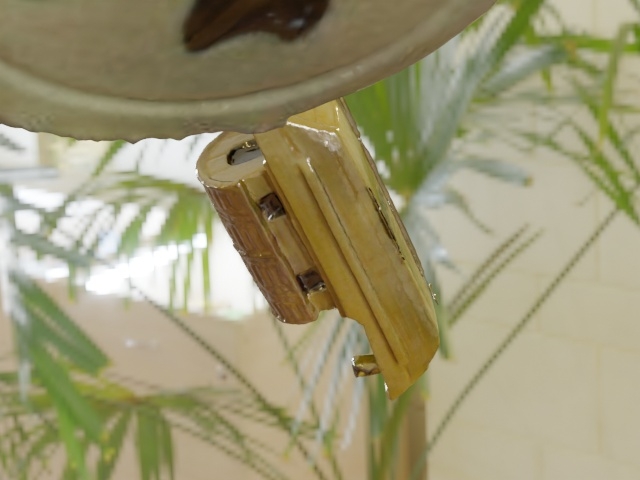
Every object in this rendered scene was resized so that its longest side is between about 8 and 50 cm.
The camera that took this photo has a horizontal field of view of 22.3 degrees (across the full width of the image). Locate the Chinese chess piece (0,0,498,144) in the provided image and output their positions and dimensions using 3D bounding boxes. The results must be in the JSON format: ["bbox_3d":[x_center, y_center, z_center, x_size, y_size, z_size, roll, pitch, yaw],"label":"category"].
[{"bbox_3d":[-0.036,-0.121,0.462,0.238,0.092,0.237,-11,-29,-7],"label":"Chinese chess piece"}]

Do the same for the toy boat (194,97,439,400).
[{"bbox_3d":[0.000,0.000,0.893,0.088,0.226,0.068,-20,36,9],"label":"toy boat"}]
